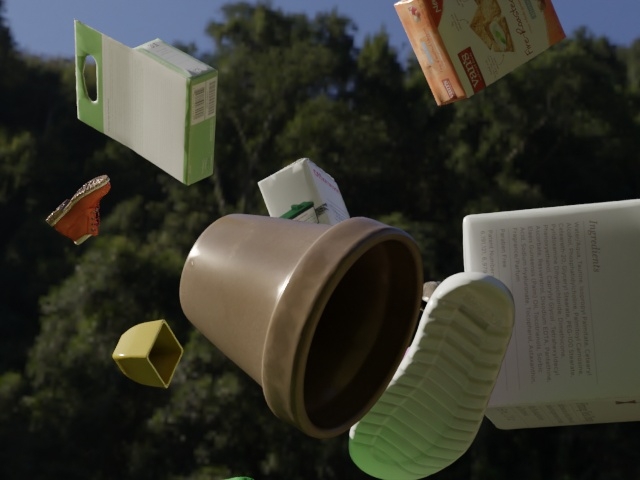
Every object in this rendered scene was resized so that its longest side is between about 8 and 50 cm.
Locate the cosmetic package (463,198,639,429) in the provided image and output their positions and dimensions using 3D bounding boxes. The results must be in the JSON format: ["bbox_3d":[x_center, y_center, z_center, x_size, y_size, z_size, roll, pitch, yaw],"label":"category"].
[{"bbox_3d":[0.463,0.132,2.166,0.393,0.327,0.329,-5,-16,15],"label":"cosmetic package"}]

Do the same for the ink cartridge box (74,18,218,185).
[{"bbox_3d":[-0.246,-0.201,1.790,0.235,0.056,0.171,32,-46,31],"label":"ink cartridge box"}]

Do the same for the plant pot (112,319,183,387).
[{"bbox_3d":[-0.285,0.183,2.071,0.083,0.081,0.081,-2,-45,26],"label":"plant pot"}]

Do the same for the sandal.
[{"bbox_3d":[0.177,0.202,1.878,0.169,0.102,0.416,27,-54,-2],"label":"sandal"}]

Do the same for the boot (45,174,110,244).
[{"bbox_3d":[-0.420,-0.055,2.334,0.158,0.059,0.084,-37,-79,31],"label":"boot"}]

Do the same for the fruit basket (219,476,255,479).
[{"bbox_3d":[-0.171,0.421,1.389,0.283,0.392,0.392,-4,-23,-25],"label":"fruit basket"}]

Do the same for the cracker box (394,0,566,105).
[{"bbox_3d":[0.227,-0.307,1.793,0.067,0.232,0.156,-9,-70,54],"label":"cracker box"}]

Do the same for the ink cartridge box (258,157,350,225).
[{"bbox_3d":[0.000,0.000,2.021,0.092,0.219,0.160,-26,-21,12],"label":"ink cartridge box"}]

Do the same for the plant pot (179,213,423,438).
[{"bbox_3d":[-0.037,0.074,1.540,0.229,0.263,0.263,22,-18,31],"label":"plant pot"}]

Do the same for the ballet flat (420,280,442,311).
[{"bbox_3d":[0.222,0.151,2.296,0.058,0.250,0.084,-6,-58,-13],"label":"ballet flat"}]
